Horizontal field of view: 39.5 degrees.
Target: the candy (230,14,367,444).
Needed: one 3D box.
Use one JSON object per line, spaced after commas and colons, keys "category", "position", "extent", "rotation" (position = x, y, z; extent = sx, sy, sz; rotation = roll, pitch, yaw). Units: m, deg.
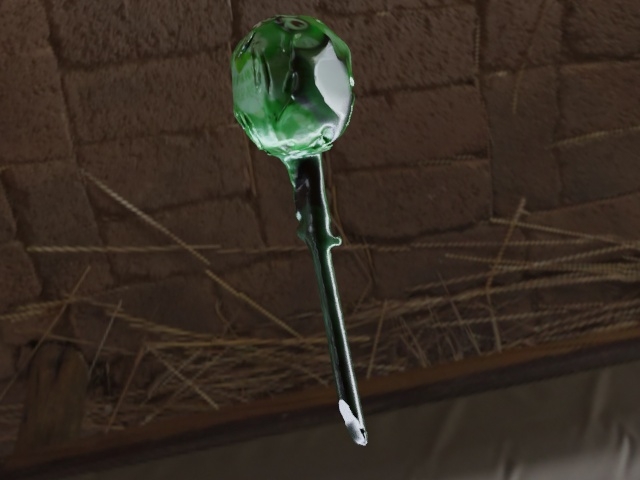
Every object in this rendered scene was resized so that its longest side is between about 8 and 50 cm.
{"category": "candy", "position": [-0.001, 0.000, 0.651], "extent": [0.097, 0.097, 0.324], "rotation": [-11, 99, -3]}
